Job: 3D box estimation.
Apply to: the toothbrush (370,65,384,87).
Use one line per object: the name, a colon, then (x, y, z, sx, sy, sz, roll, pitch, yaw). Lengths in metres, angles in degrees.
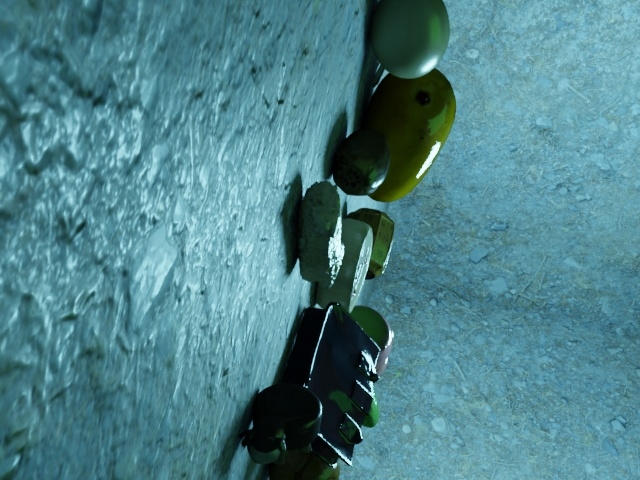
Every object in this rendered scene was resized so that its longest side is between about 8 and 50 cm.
toothbrush: (0.180, -0.500, 2.186, 0.294, 0.026, 0.028, -69, 151, -49)

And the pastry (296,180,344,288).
pastry: (0.002, -0.006, 1.462, 0.258, 0.089, 0.121, 92, 18, -62)

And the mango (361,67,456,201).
mango: (0.222, -0.284, 2.133, 0.446, 0.232, 0.300, 111, -4, -48)

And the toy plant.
toy plant: (0.104, 0.369, 2.317, 0.317, 0.210, 0.356, 61, -29, 28)

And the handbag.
handbag: (0.027, 0.335, 1.769, 0.269, 0.118, 0.326, 48, 44, -30)

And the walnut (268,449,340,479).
walnut: (-0.037, 0.539, 1.808, 0.207, 0.167, 0.167, 43, 60, -75)

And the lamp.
lamp: (0.129, 0.008, 2.210, 0.161, 0.161, 0.185, 86, 18, -66)

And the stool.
stool: (-0.074, 0.345, 1.399, 0.217, 0.125, 0.121, -42, 147, -61)

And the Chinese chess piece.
Chinese chess piece: (0.061, 0.066, 1.988, 0.250, 0.103, 0.250, 14, 90, -81)

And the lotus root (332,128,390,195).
lotus root: (0.097, -0.180, 1.758, 0.241, 0.123, 0.124, -60, 170, -59)

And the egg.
egg: (0.210, -0.492, 1.799, 0.242, 0.186, 0.186, 92, 13, -50)
